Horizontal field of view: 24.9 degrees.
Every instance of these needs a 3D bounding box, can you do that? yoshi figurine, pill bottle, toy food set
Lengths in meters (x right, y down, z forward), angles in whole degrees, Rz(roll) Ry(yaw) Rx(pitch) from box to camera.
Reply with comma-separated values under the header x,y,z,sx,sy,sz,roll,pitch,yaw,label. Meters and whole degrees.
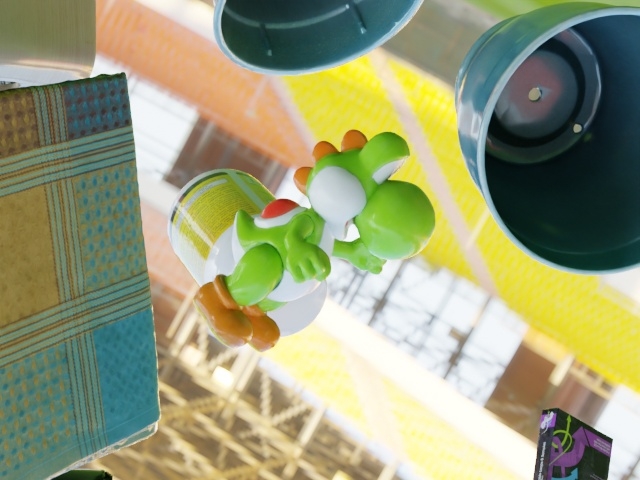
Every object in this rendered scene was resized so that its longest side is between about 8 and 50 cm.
x,y,z,sx,sy,sz,roll,pitch,yaw,label
0.015,0.019,1.985,0.203,0.362,0.203,39,-169,-29,yoshi figurine
-0.113,0.023,2.286,0.187,0.188,0.334,24,-170,-28,pill bottle
-0.343,-0.301,1.465,0.219,0.306,0.092,0,177,-44,toy food set

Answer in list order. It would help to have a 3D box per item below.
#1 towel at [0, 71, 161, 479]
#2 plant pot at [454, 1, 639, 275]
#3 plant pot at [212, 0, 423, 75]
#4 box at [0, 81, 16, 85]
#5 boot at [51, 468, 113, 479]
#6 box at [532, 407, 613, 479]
x,y,z,sx,sy,sz,roll,pitch,yaw,label
-0.260,0.040,1.361,0.040,0.370,0.271,2,-167,35,towel
0.263,-0.134,1.534,0.271,0.272,0.255,26,-168,-18,plant pot
-0.046,-0.488,2.226,0.341,0.341,0.334,18,-137,-50,plant pot
-0.482,-0.280,1.948,0.077,0.147,0.180,-10,-156,-36,box
-0.354,0.297,1.746,0.207,0.094,0.246,1,-151,-8,boot
0.314,0.306,1.818,0.116,0.162,0.029,30,152,-33,box
